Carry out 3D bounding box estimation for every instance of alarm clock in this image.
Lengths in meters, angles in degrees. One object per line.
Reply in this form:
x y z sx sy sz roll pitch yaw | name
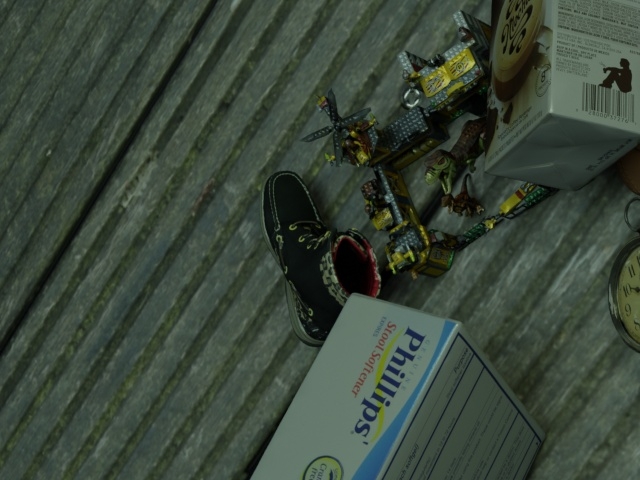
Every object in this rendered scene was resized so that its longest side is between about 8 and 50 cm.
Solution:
0.369 0.040 1.591 0.129 0.064 0.192 -44 54 54 | alarm clock

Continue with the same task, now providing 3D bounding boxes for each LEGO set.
0.141 -0.112 1.726 0.331 0.192 0.255 -26 67 30 | LEGO set

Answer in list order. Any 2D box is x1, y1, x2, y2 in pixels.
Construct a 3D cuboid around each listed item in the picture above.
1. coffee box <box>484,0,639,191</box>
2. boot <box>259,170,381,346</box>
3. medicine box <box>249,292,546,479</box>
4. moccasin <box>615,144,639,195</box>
0.265 -0.226 1.574 0.168 0.119 0.297 133 146 -63 | coffee box
0.002 0.001 1.827 0.178 0.085 0.236 138 120 -63 | boot
0.089 0.247 1.591 0.149 0.289 0.263 15 67 37 | medicine box
0.474 -0.138 1.509 0.380 0.147 0.139 0 40 42 | moccasin
